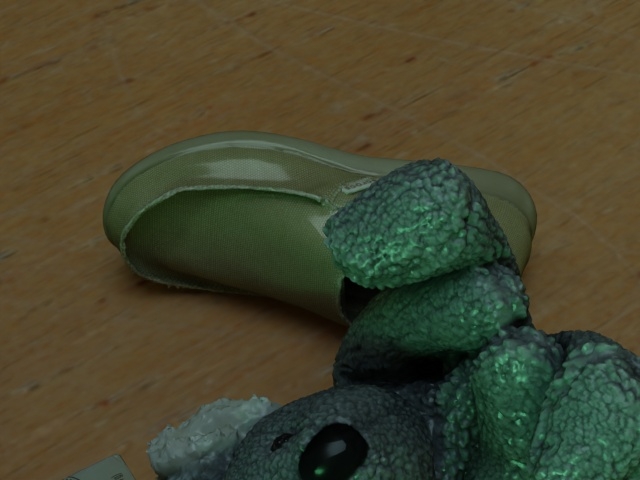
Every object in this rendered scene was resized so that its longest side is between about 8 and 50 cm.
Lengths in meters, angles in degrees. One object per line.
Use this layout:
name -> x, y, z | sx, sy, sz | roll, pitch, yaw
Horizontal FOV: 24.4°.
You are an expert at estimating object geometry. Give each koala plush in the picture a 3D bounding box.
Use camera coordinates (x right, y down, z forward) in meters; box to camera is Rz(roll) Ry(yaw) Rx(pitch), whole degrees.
koala plush -> 0.036, 0.110, 0.771 | 0.221, 0.203, 0.196 | -40, 73, -8

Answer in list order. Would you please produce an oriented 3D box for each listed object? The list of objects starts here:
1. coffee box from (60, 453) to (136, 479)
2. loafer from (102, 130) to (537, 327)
coffee box -> -0.170, 0.227, 0.693 | 0.246, 0.098, 0.141 | -25, 52, -21
loafer -> 0.000, 0.000, 0.895 | 0.268, 0.102, 0.092 | 1, 42, 0
